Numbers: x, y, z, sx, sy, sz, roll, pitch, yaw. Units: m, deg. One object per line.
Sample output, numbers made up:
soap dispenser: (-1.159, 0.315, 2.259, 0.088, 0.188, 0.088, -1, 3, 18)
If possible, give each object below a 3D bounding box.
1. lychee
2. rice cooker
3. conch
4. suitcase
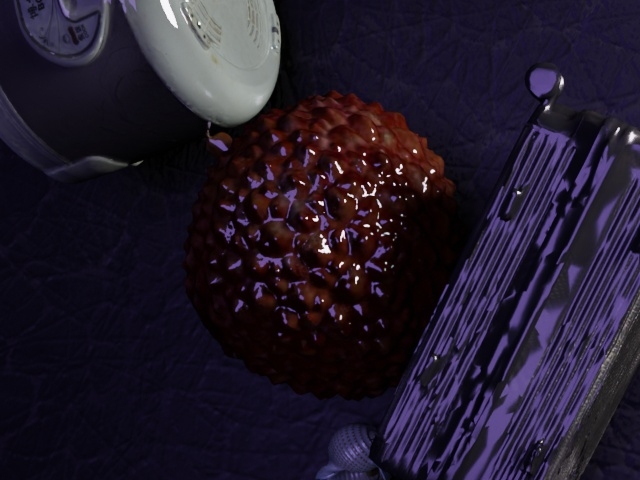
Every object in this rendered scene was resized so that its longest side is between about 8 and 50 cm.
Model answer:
lychee: (0.000, 0.000, 0.958, 0.264, 0.264, 0.300, -48, 70, 14)
rice cooker: (-0.210, -0.219, 1.082, 0.277, 0.288, 0.288, -15, 77, 25)
conch: (0.039, 0.213, 1.025, 0.076, 0.056, 0.085, 52, 138, 5)
suitcase: (0.187, 0.057, 0.866, 0.152, 0.229, 0.335, 28, 95, 23)
